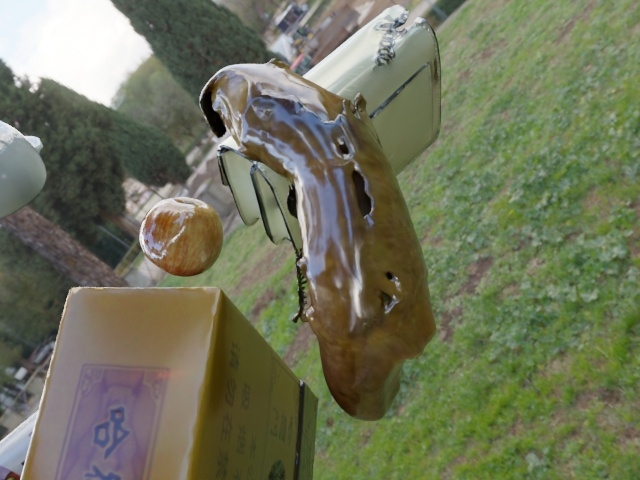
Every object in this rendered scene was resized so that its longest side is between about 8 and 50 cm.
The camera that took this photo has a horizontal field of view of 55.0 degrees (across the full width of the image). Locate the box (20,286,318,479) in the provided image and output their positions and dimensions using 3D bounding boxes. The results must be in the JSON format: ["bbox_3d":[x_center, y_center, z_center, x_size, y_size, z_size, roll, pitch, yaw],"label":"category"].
[{"bbox_3d":[-0.093,0.226,0.529,0.415,0.116,0.264,70,-159,-63],"label":"box"}]

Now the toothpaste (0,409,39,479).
[{"bbox_3d":[-0.280,0.225,0.609,0.073,0.114,0.299,-3,38,50],"label":"toothpaste"}]

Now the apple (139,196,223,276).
[{"bbox_3d":[-0.240,-0.010,1.074,0.146,0.147,0.130,-104,37,-70],"label":"apple"}]

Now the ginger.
[{"bbox_3d":[0.010,-0.009,0.483,0.133,0.309,0.107,-27,-8,23],"label":"ginger"}]

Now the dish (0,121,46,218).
[{"bbox_3d":[-0.472,-0.107,0.770,0.236,0.228,0.086,-84,0,-51],"label":"dish"}]

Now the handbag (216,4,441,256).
[{"bbox_3d":[0.024,-0.167,0.955,0.358,0.160,0.236,-44,-25,-19],"label":"handbag"}]
